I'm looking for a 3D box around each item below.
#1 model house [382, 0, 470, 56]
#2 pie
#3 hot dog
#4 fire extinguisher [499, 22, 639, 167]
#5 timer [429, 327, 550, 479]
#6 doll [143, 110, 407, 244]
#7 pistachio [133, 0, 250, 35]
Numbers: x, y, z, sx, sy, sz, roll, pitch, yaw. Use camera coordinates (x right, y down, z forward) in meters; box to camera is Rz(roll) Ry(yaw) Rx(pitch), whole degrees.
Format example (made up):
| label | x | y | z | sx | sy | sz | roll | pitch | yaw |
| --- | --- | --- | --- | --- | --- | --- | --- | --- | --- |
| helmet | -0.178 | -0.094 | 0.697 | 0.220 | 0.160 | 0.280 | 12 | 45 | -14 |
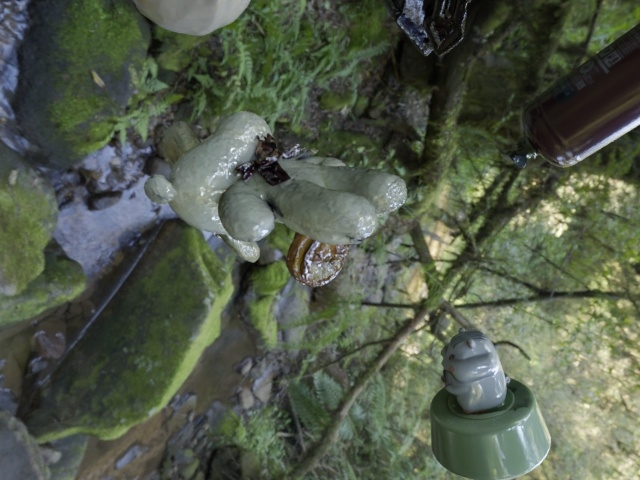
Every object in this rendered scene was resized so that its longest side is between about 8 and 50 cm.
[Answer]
| label | x | y | z | sx | sy | sz | roll | pitch | yaw |
| --- | --- | --- | --- | --- | --- | --- | --- | --- | --- |
| model house | 0.147 | -0.333 | 0.752 | 0.106 | 0.165 | 0.152 | -12 | 148 | -6 |
| pie | -0.233 | -0.098 | 1.074 | 0.075 | 0.337 | 0.337 | -34 | 146 | -15 |
| hot dog | -0.003 | -0.001 | 0.771 | 0.147 | 0.065 | 0.099 | -69 | 145 | -46 |
| fire extinguisher | 0.395 | -0.200 | 0.727 | 0.337 | 0.114 | 0.135 | -36 | -173 | 33 |
| timer | 0.388 | 0.372 | 1.295 | 0.291 | 0.291 | 0.315 | -32 | 111 | -50 |
| doll | -0.045 | -0.068 | 0.584 | 0.175 | 0.278 | 0.149 | 11 | 91 | -62 |
| pistachio | -0.183 | -0.404 | 0.712 | 0.208 | 0.226 | 0.332 | -31 | 177 | -22 |
